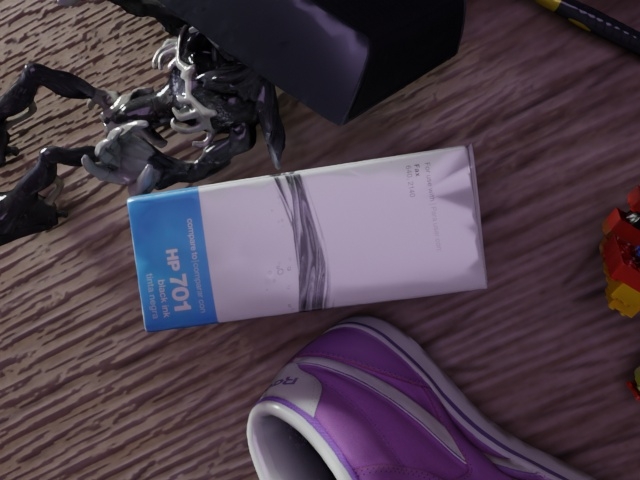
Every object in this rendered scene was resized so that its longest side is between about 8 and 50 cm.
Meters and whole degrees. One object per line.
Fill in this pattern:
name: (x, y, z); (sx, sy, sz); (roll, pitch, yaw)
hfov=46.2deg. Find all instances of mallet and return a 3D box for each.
mallet: (0.149, -0.159, 0.500); (0.189, 0.062, 0.039); (28, 89, -5)

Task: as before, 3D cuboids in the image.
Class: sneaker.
sneaker: (0.076, 0.173, 0.426); (0.282, 0.161, 0.102); (36, 116, 12)

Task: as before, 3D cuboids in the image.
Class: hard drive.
hard drive: (-0.038, -0.184, 0.463); (0.254, 0.172, 0.054); (39, 132, 12)

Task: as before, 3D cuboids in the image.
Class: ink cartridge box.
ink cartridge box: (0.000, 0.000, 0.462); (0.190, 0.139, 0.082); (-7, 89, 9)

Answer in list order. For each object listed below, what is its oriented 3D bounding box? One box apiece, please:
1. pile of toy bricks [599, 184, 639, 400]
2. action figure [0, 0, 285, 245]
pile of toy bricks: (0.236, 0.069, 0.452); (0.212, 0.118, 0.105); (30, 122, -7)
action figure: (-0.127, -0.095, 0.489); (0.275, 0.141, 0.164); (-24, 79, 11)
